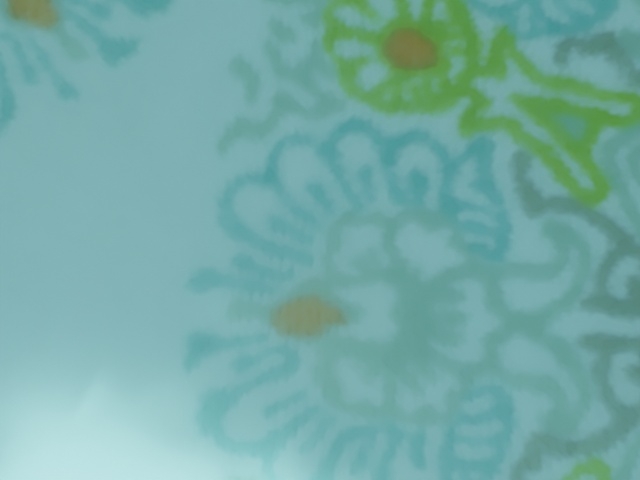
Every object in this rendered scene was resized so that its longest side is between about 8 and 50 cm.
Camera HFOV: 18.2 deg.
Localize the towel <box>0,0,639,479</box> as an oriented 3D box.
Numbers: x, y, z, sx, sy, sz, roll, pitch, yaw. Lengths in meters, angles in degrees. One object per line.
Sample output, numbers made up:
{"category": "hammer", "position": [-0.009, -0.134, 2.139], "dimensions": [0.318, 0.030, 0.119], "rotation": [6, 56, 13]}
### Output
{"category": "towel", "position": [0.000, 0.000, 0.566], "dimensions": [0.374, 0.090, 0.320], "rotation": [1, 76, -1]}
